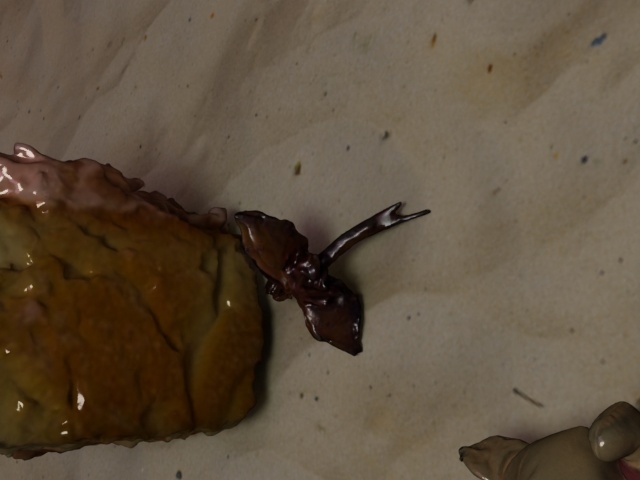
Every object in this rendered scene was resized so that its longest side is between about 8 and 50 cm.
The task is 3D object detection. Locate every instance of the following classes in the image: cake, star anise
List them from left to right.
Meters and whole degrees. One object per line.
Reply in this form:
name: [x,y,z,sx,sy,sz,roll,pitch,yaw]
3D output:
cake: [-0.264,0.076,0.907,0.307,0.314,0.293,-14,71,49]
star anise: [0.008,0.007,0.830,0.140,0.158,0.144,32,71,31]

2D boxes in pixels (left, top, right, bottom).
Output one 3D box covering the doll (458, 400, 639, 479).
doll: [0.200,0.194,0.565,0.256,0.152,0.196,-36,47,37]
